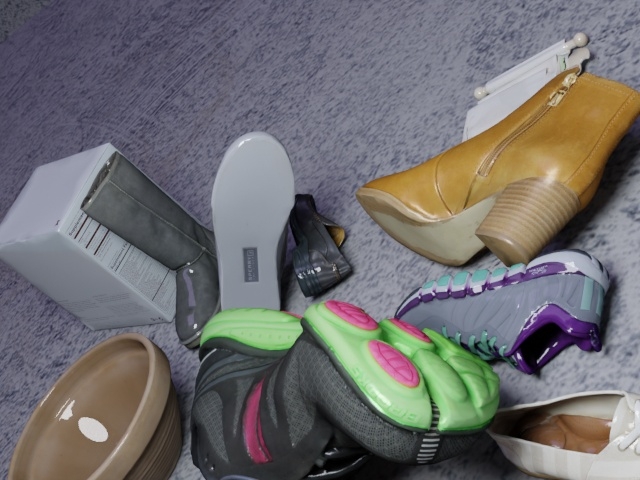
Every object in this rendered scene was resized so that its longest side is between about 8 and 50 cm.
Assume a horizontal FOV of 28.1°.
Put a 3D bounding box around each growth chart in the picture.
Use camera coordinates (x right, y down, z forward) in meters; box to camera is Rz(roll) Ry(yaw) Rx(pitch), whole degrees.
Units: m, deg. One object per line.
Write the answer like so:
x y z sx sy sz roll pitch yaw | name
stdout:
0.213 -0.121 1.379 0.172 0.021 0.237 -20 39 39 | growth chart

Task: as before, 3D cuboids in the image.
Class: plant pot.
-0.237 0.231 1.454 0.237 0.110 0.237 -33 31 23 | plant pot

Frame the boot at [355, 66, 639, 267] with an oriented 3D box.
0.179 -0.080 1.281 0.211 0.104 0.295 -52 29 -15 | boot

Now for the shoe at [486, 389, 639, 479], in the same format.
0.218 0.156 0.991 0.219 0.058 0.076 -7 48 49 | shoe

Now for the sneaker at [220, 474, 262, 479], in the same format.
-0.068 0.279 1.096 0.321 0.180 0.124 -23 37 37 | sneaker

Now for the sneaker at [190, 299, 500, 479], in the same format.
0.004 0.167 1.145 0.483 0.185 0.202 165 123 -69 | sneaker

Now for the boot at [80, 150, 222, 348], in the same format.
-0.204 0.011 1.577 0.076 0.208 0.189 -29 33 31 | boot

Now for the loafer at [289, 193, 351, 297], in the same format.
0.000 0.000 1.488 0.061 0.062 0.170 -17 40 6 | loafer

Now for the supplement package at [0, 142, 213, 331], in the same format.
-0.293 0.001 1.715 0.194 0.203 0.149 -10 46 47 | supplement package

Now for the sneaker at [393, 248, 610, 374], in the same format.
0.153 0.081 1.152 0.224 0.083 0.098 -22 42 36 | sneaker

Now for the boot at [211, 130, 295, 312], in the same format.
-0.083 -0.024 1.462 0.123 0.095 0.258 -102 17 -60 | boot
